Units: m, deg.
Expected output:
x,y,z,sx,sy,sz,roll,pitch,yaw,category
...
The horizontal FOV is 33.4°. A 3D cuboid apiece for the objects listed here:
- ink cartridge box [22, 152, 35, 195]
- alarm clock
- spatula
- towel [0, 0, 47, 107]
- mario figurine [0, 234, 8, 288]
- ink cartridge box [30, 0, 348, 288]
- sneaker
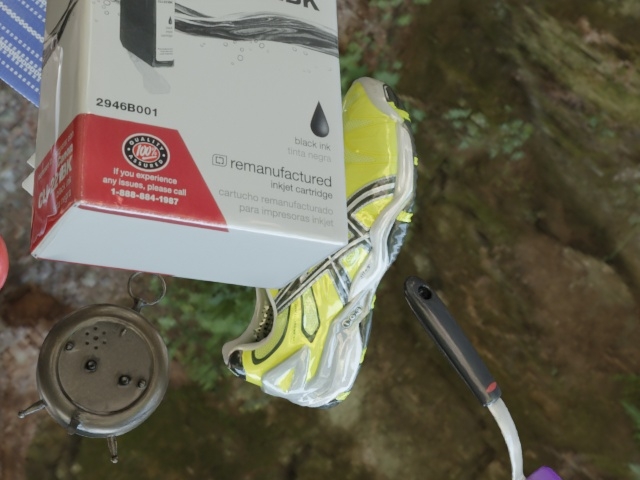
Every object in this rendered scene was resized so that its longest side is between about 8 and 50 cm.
x,y,z,sx,sy,sz,roll,pitch,yaw,category
-0.361,-0.119,1.600,0.181,0.104,0.061,-48,178,-2,ink cartridge box
-0.208,0.112,1.067,0.192,0.129,0.064,-66,-172,-23,alarm clock
0.153,0.157,0.907,0.084,0.297,0.030,-33,-176,-43,spatula
-0.260,-0.308,1.304,0.336,0.243,0.040,-49,-166,7,towel
-0.501,0.073,1.189,0.320,0.170,0.198,-28,147,-2,mario figurine
-0.094,-0.119,0.776,0.196,0.273,0.114,9,156,-27,ink cartridge box
0.000,0.000,1.203,0.145,0.147,0.385,-159,-97,-69,sneaker
